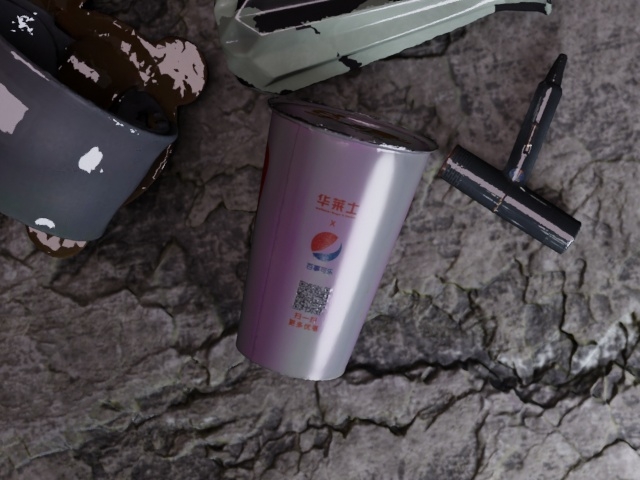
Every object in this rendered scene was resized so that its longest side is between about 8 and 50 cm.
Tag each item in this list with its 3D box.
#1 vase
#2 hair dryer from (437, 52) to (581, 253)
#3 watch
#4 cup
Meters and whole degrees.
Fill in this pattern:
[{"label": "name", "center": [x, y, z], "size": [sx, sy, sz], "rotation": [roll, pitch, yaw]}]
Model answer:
[{"label": "vase", "center": [0.068, -0.269, 1.278], "size": [0.360, 0.165, 0.165], "rotation": [-11, 92, 8]}, {"label": "hair dryer", "center": [0.258, -0.108, 1.307], "size": [0.173, 0.050, 0.195], "rotation": [34, 97, 4]}, {"label": "watch", "center": [-0.331, -0.158, 1.271], "size": [0.335, 0.327, 0.314], "rotation": [41, 100, 6]}, {"label": "cup", "center": [0.000, 0.000, 1.302], "size": [0.203, 0.203, 0.288], "rotation": [17, 104, 9]}]
